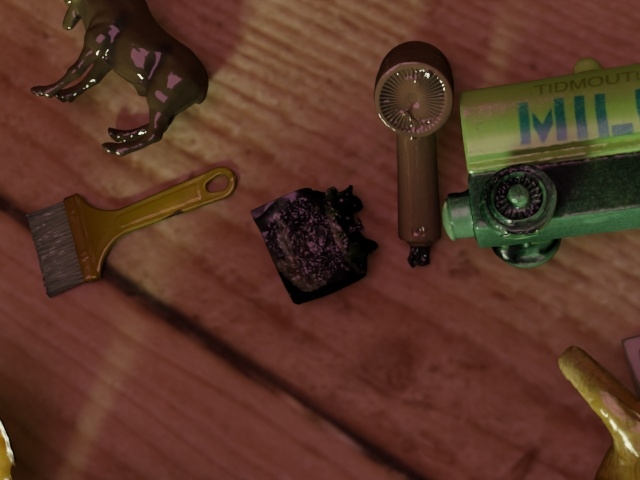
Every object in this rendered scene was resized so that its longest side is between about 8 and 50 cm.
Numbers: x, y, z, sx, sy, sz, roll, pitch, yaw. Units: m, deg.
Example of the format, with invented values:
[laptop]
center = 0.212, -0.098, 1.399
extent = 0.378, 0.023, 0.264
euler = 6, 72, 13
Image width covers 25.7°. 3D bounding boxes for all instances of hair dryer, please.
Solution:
[hair dryer]
center = 0.078, -0.067, 1.149
extent = 0.064, 0.117, 0.181
euler = -1, 106, 4

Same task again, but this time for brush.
[brush]
center = -0.167, -0.021, 1.261
extent = 0.205, 0.011, 0.083
euler = -21, 75, 14

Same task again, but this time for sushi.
[sushi]
center = 0.000, 0.000, 1.175
extent = 0.085, 0.056, 0.083
euler = -23, 75, 15

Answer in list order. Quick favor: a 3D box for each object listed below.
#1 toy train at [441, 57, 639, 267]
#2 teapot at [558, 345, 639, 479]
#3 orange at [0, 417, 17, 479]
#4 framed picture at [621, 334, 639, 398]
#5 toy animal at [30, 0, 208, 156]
[toy train]
center = 0.216, -0.069, 1.086
extent = 0.253, 0.105, 0.157
euler = -9, 68, 11
[teapot]
center = 0.275, 0.189, 0.976
extent = 0.203, 0.167, 0.311
euler = -43, 71, 9
[orange]
center = -0.398, 0.227, 1.175
extent = 0.274, 0.274, 0.310
euler = 40, 131, 20
[framed picture]
center = 0.370, 0.129, 1.050
extent = 0.250, 0.016, 0.184
euler = -16, 78, 16
[toy animal]
center = -0.179, -0.194, 1.257
extent = 0.214, 0.094, 0.186
euler = 39, 100, 13
